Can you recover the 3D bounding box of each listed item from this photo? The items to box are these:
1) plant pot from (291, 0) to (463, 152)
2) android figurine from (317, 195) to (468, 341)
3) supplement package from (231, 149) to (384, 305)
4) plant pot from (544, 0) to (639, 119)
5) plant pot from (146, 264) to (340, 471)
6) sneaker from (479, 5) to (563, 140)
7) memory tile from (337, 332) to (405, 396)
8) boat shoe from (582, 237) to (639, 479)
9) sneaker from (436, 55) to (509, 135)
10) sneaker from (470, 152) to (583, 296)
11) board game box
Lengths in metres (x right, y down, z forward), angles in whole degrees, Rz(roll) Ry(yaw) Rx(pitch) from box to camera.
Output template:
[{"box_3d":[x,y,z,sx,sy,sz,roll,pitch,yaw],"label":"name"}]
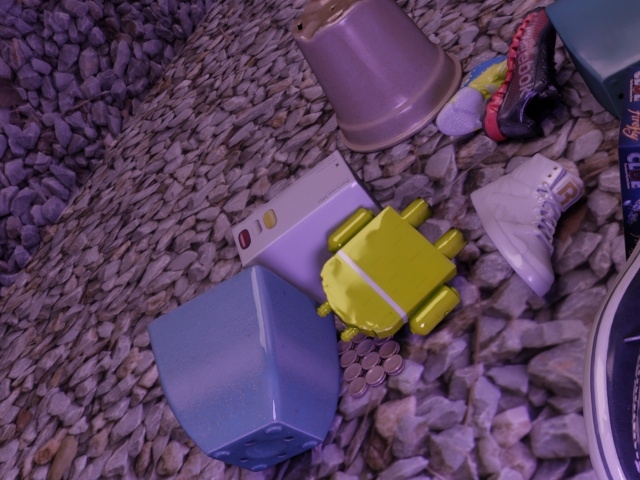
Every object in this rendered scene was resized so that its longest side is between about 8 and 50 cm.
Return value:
[{"box_3d":[0.104,-0.424,1.893,0.334,0.305,0.334,-29,33,21],"label":"plant pot"},{"box_3d":[0.115,0.056,1.419,0.273,0.056,0.248,-45,67,-6],"label":"android figurine"},{"box_3d":[0.000,0.000,1.582,0.262,0.204,0.145,-37,32,7],"label":"supplement package"},{"box_3d":[0.532,-0.338,1.466,0.166,0.165,0.234,-28,40,21],"label":"plant pot"},{"box_3d":[-0.113,0.238,1.391,0.247,0.248,0.252,-28,52,20],"label":"plant pot"},{"box_3d":[0.411,-0.315,1.581,0.135,0.098,0.276,18,86,45],"label":"sneaker"},{"box_3d":[0.084,0.198,1.431,0.113,0.012,0.148,-35,31,10],"label":"memory tile"},{"box_3d":[0.453,0.098,0.993,0.156,0.187,0.500,-8,39,50],"label":"boat shoe"},{"box_3d":[0.332,-0.304,1.722,0.240,0.091,0.126,-34,19,-2],"label":"sneaker"},{"box_3d":[0.355,-0.044,1.341,0.169,0.108,0.292,-36,30,16],"label":"sneaker"},{"box_3d":[0.453,-0.098,1.169,0.042,0.243,0.165,1,49,24],"label":"board game box"}]
